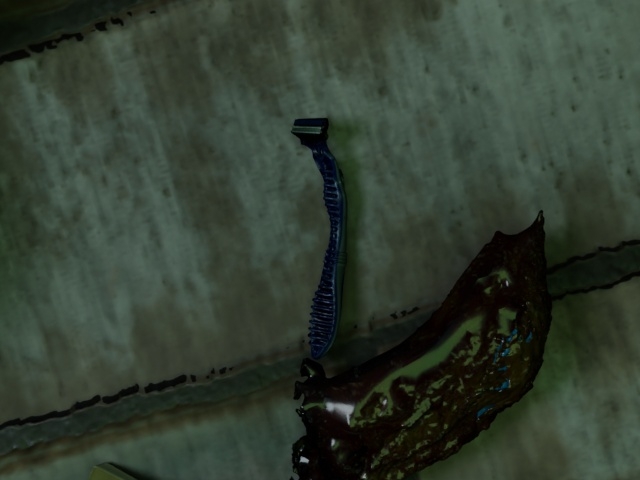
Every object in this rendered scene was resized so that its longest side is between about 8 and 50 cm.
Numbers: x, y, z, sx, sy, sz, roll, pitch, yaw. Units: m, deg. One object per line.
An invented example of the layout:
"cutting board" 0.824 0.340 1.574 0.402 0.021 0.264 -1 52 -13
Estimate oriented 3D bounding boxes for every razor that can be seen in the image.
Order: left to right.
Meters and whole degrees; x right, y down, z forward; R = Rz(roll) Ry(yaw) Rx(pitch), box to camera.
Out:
"razor" 0.004 -0.001 0.711 0.028 0.044 0.154 -4 95 -27

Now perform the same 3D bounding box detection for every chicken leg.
"chicken leg" 0.066 0.085 0.697 0.234 0.063 0.105 -34 112 1

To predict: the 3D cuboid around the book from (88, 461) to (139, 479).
"book" -0.107 0.260 0.689 0.168 0.013 0.192 21 93 28
